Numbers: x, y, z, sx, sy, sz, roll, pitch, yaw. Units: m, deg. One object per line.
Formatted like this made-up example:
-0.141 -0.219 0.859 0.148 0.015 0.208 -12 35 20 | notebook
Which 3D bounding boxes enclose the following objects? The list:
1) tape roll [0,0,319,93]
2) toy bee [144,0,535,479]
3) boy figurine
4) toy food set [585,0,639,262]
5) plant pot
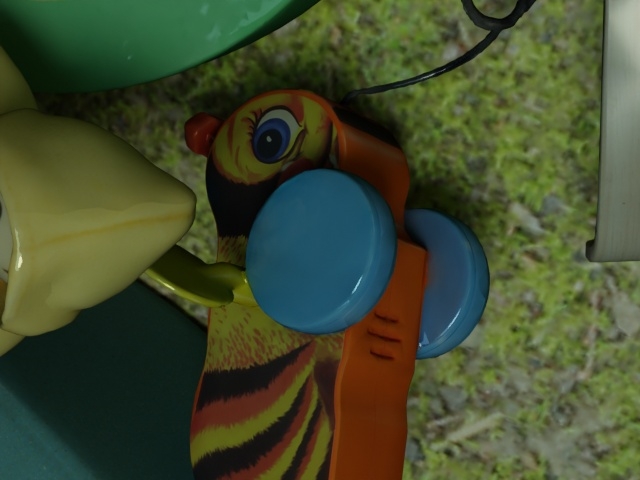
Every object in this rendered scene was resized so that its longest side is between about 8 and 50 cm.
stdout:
-0.107 -0.226 0.554 0.321 0.077 0.321 5 107 16 | tape roll
0.000 0.000 0.610 0.162 0.298 0.195 12 154 42 | toy bee
-0.170 -0.014 0.537 0.285 0.092 0.177 15 110 38 | boy figurine
0.219 -0.134 0.520 0.219 0.092 0.306 -1 112 5 | toy food set
-0.151 0.103 0.683 0.234 0.166 0.165 45 117 7 | plant pot
